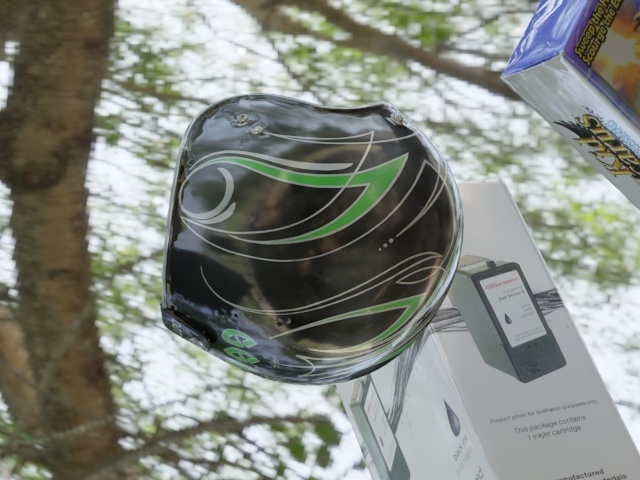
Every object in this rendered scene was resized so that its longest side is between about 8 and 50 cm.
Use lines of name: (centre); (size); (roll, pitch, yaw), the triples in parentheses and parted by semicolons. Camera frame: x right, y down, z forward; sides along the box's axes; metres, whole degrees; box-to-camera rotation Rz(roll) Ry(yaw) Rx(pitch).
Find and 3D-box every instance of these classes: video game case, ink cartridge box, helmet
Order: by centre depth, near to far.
helmet: (0.000, 0.000, 0.986); (0.161, 0.169, 0.169); (7, -87, 6)
video game case: (0.260, -0.128, 1.080); (0.244, 0.061, 0.269); (41, -120, -21)
ink cartridge box: (0.109, 0.121, 1.241); (0.115, 0.273, 0.198); (-8, -35, -21)
